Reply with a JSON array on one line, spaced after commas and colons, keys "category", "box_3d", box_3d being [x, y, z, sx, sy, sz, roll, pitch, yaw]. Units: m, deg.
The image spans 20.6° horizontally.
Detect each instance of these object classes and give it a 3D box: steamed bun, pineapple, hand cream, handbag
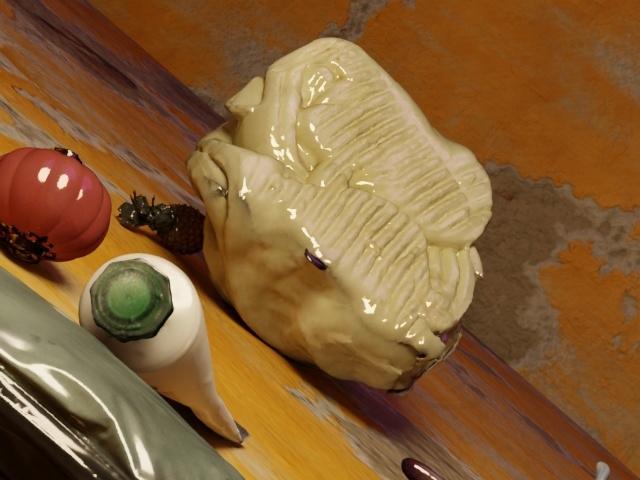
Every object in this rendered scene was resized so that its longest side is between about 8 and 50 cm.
[{"category": "steamed bun", "box_3d": [0.000, 0.000, 1.873, 0.346, 0.237, 0.394, 5, 58, -30]}, {"category": "pineapple", "box_3d": [-0.168, -0.018, 1.881, 0.058, 0.058, 0.124, 42, 12, 27]}, {"category": "hand cream", "box_3d": [-0.109, 0.077, 1.225, 0.121, 0.076, 0.336, 45, -9, 12]}, {"category": "handbag", "box_3d": [-0.153, 0.090, 1.010, 0.332, 0.075, 0.191, 37, 2, 12]}]

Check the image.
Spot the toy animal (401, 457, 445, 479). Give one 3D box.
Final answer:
[{"category": "toy animal", "box_3d": [0.175, 0.281, 1.457, 0.195, 0.090, 0.324, 38, 8, -13]}]

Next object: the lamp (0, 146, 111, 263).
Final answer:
[{"category": "lamp", "box_3d": [-0.217, -0.028, 1.392, 0.107, 0.092, 0.107, 16, -25, 8]}]

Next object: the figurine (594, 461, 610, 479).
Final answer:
[{"category": "figurine", "box_3d": [0.244, 0.296, 1.611, 0.128, 0.184, 0.208, 49, -29, 21]}]
